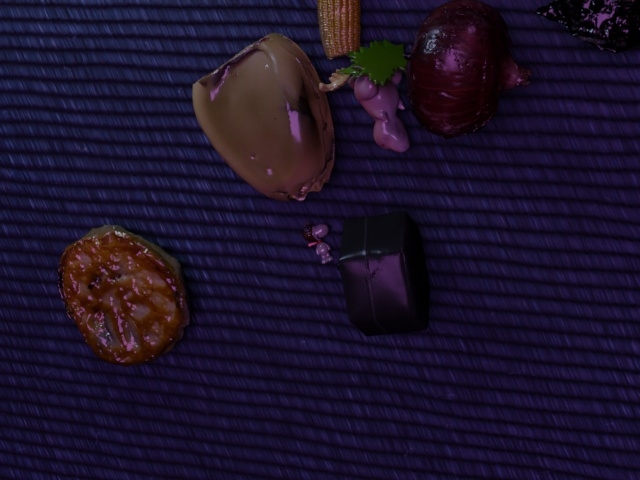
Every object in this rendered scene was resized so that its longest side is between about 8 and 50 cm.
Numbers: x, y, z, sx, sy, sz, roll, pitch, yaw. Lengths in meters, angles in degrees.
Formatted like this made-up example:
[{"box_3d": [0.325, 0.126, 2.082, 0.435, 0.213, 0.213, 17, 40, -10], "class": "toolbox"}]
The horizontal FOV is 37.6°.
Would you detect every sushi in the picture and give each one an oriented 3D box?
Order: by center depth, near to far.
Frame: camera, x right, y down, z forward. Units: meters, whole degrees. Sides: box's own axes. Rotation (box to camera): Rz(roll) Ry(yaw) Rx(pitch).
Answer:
[{"box_3d": [0.491, -0.434, 1.621, 0.172, 0.153, 0.151, 35, 127, 28], "class": "sushi"}]

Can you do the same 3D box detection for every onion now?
[{"box_3d": [0.260, -0.297, 1.649, 0.219, 0.252, 0.252, 16, 101, 11], "class": "onion"}]

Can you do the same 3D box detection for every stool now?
[{"box_3d": [0.120, 0.065, 1.756, 0.141, 0.232, 0.232, -9, 95, 14], "class": "stool"}]

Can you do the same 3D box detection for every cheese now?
[{"box_3d": [-0.092, -0.224, 1.826, 0.259, 0.128, 0.316, -33, 83, 26], "class": "cheese"}]

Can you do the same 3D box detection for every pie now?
[{"box_3d": [-0.411, 0.119, 1.976, 0.315, 0.092, 0.315, 4, 102, 18], "class": "pie"}]

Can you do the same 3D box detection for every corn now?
[{"box_3d": [0.038, -0.431, 1.791, 0.085, 0.063, 0.165, -6, 98, -8], "class": "corn"}]

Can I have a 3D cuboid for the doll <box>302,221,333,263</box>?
[{"box_3d": [-0.005, 0.004, 1.874, 0.058, 0.040, 0.085, -5, 96, 5], "class": "doll"}]

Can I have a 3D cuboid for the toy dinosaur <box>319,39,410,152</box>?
[{"box_3d": [0.115, -0.280, 1.778, 0.194, 0.152, 0.177, 35, 144, 17], "class": "toy dinosaur"}]
